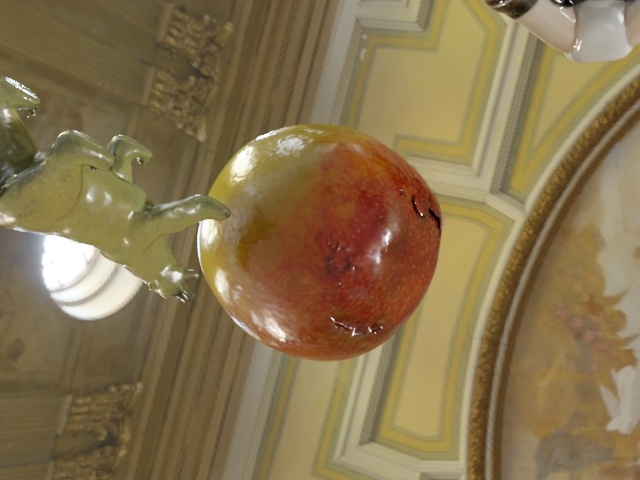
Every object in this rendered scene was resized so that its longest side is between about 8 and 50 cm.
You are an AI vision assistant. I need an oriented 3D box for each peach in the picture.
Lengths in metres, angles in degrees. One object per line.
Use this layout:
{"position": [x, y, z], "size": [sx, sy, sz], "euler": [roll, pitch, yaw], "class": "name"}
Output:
{"position": [0.000, 0.000, 0.746], "size": [0.231, 0.231, 0.231], "euler": [-5, -101, 28], "class": "peach"}

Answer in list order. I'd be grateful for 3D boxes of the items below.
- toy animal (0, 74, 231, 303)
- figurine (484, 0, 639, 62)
{"position": [-0.164, -0.025, 0.587], "size": [0.103, 0.218, 0.101], "euler": [38, -82, 39], "class": "toy animal"}
{"position": [0.312, -0.360, 0.888], "size": [0.320, 0.196, 0.323], "euler": [1, -127, 15], "class": "figurine"}
